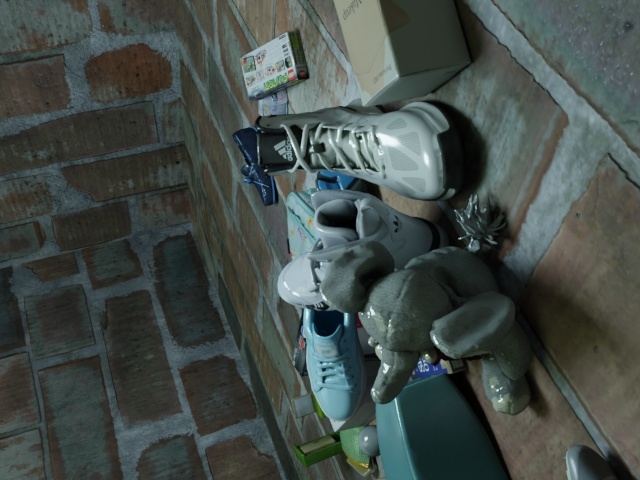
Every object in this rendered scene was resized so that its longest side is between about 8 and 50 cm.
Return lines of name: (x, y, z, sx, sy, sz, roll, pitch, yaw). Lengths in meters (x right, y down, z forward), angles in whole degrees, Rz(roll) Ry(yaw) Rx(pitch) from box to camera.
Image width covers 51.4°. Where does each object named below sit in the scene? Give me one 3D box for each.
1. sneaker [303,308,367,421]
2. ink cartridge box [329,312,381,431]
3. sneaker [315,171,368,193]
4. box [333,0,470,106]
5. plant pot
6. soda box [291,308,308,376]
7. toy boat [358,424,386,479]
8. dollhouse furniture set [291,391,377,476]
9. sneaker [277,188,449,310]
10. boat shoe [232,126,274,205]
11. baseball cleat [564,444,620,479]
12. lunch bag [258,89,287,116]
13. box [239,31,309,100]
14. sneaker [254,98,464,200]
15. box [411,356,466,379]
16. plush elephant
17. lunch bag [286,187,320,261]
sneaker: (0.015, 0.221, 1.402, 0.150, 0.135, 0.365, -24, -71, -70)
ink cartridge box: (0.064, 0.312, 1.595, 0.172, 0.100, 0.237, -58, 47, 47)
sneaker: (0.090, 0.004, 1.359, 0.139, 0.125, 0.340, 60, -166, -77)
box: (0.099, -0.372, 0.978, 0.148, 0.121, 0.311, 155, 101, -71)
plant pot: (0.197, 0.365, 1.178, 0.165, 0.166, 0.234, 129, 124, -68)
soda box: (-0.021, 0.237, 1.575, 0.060, 0.053, 0.168, 45, 132, 48)
toy boat: (0.160, 0.520, 1.361, 0.267, 0.148, 0.318, 35, -144, -41)
dollhouse furniture set: (0.021, 0.541, 1.870, 0.301, 0.151, 0.197, -177, 74, -71)
sneaker: (0.019, 0.015, 1.154, 0.366, 0.210, 0.137, -18, 56, 38)
boat shoe: (-0.212, -0.223, 2.076, 0.109, 0.089, 0.258, 124, 129, -67)
baseball cleat: (0.382, 0.332, 0.795, 0.205, 0.072, 0.109, 63, 145, 23)
lunch bag: (-0.125, -0.361, 1.737, 0.053, 0.071, 0.083, -118, 23, -44)
box: (-0.116, -0.418, 1.610, 0.207, 0.036, 0.114, -7, 98, 51)
sneaker: (0.036, -0.138, 1.126, 0.447, 0.258, 0.169, -146, 45, -64)
box: (0.195, 0.194, 1.274, 0.225, 0.037, 0.136, 131, 123, -70)
plush elephant: (0.148, 0.117, 0.940, 0.272, 0.255, 0.329, 24, 120, 36)
lunch bag: (0.000, 0.000, 1.585, 0.279, 0.108, 0.224, -134, 34, -57)
